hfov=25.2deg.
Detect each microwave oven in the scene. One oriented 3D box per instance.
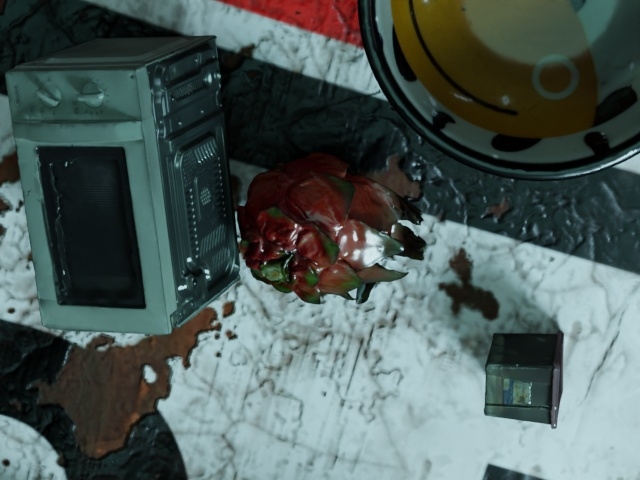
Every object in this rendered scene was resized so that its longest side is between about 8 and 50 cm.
[{"bbox_3d":[-0.145,-0.048,1.124,0.122,0.162,0.208,2,108,21],"label":"microwave oven"}]

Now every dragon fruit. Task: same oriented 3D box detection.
[{"bbox_3d":[0.002,-0.006,1.152,0.142,0.130,0.121,15,103,-41],"label":"dragon fruit"}]

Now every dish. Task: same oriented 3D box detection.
[{"bbox_3d":[0.170,-0.193,1.081,0.303,0.120,0.303,1,106,4],"label":"dish"}]

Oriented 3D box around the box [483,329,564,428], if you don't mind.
[{"bbox_3d":[0.170,0.113,1.194,0.063,0.084,0.060,2,108,13],"label":"box"}]
